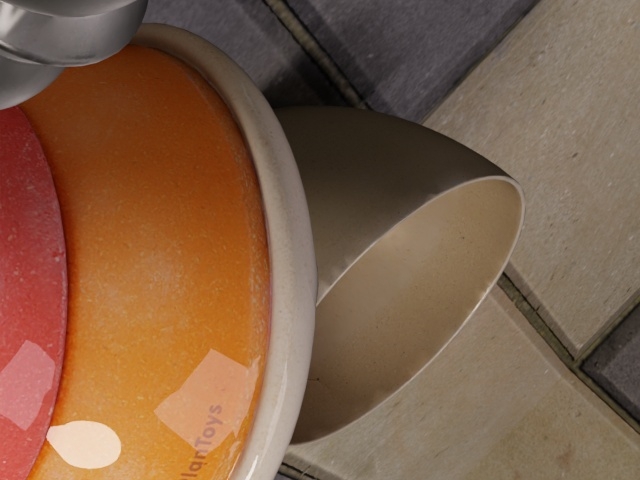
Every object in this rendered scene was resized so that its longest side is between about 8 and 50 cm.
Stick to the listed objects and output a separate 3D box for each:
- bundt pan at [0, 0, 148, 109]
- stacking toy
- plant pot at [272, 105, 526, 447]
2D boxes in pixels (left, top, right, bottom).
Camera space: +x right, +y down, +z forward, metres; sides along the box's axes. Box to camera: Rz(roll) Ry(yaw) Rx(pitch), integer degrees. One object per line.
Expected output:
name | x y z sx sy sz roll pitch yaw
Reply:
bundt pan | -0.189 -0.152 0.629 0.331 0.124 0.331 0 148 0
stacking toy | -0.273 0.026 0.957 0.480 0.350 0.350 5 127 -39
plant pot | 0.000 0.000 1.397 0.284 0.191 0.284 -36 154 -21
